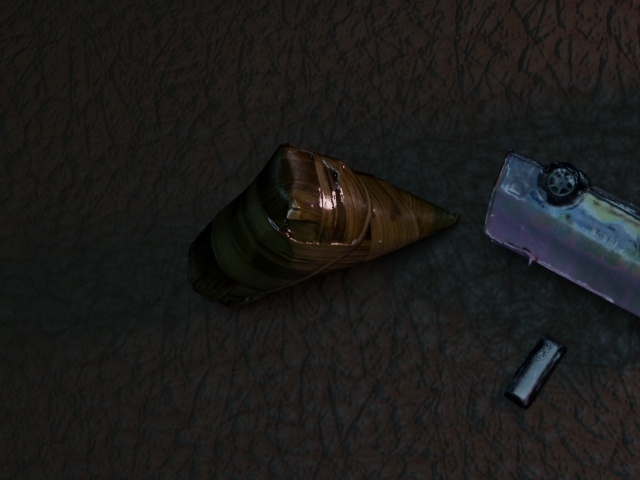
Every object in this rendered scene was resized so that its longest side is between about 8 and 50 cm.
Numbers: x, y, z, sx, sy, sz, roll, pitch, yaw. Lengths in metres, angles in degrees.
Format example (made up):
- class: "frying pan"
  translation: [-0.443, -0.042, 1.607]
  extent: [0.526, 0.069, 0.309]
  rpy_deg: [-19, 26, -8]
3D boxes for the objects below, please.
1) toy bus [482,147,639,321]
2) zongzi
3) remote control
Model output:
- class: "toy bus"
  translation: [0.351, 0.004, 1.670]
  extent: [0.317, 0.112, 0.138]
  rpy_deg: [29, 97, 21]
- class: "zongzi"
  translation: [0.000, 0.000, 1.773]
  extent: [0.286, 0.288, 0.134]
  rpy_deg: [-36, 55, 46]
- class: "remote control"
  translation: [0.268, 0.164, 1.702]
  extent: [0.039, 0.014, 0.096]
  rpy_deg: [34, 87, 20]
